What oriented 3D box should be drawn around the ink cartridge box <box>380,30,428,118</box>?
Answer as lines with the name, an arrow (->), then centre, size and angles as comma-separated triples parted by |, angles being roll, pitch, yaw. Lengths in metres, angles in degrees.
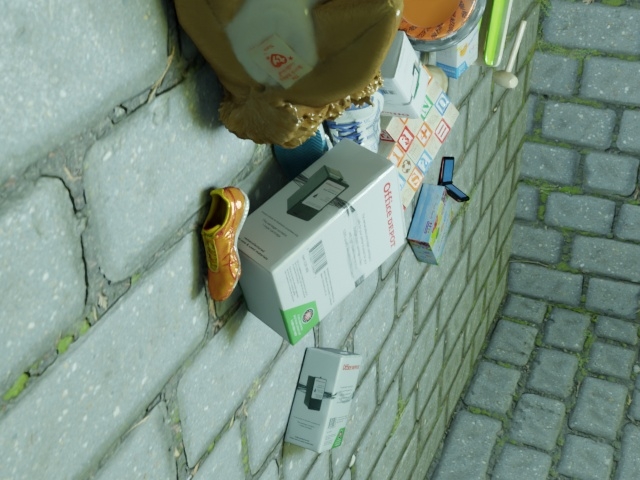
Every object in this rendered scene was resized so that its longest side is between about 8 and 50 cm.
ink cartridge box -> 0.096, -0.308, 1.575 | 0.219, 0.160, 0.092 | 30, 72, -69

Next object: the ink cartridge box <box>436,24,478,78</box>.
ink cartridge box -> 0.327, -0.492, 2.035 | 0.104, 0.062, 0.181 | -48, 148, -31

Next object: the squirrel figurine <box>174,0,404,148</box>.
squirrel figurine -> -0.019, -0.342, 1.205 | 0.396, 0.281, 0.370 | 100, 5, -51

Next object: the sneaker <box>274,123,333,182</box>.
sneaker -> -0.024, -0.159, 1.478 | 0.228, 0.088, 0.092 | 77, 18, -53

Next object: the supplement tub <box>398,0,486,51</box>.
supplement tub -> 0.206, -0.460, 1.607 | 0.338, 0.207, 0.207 | -55, 154, -75

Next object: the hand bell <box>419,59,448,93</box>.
hand bell -> 0.176, -0.391, 1.858 | 0.242, 0.126, 0.126 | 38, 66, -53

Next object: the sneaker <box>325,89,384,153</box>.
sneaker -> 0.066, -0.193, 1.555 | 0.296, 0.112, 0.130 | 38, 51, -76

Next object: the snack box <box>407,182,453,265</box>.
snack box -> 0.317, -0.043, 2.435 | 0.207, 0.070, 0.174 | 52, 53, -66

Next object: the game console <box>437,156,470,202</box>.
game console -> 0.412, -0.185, 2.583 | 0.085, 0.124, 0.144 | -55, 165, 18

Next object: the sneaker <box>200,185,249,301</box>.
sneaker -> -0.154, 0.005, 1.275 | 0.067, 0.064, 0.175 | -3, 100, -48

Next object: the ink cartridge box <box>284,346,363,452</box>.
ink cartridge box -> 0.009, 0.337, 1.833 | 0.153, 0.087, 0.208 | 22, 82, -69

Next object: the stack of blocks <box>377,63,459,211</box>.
stack of blocks -> 0.158, -0.205, 1.798 | 0.171, 0.087, 0.297 | 42, 71, -42

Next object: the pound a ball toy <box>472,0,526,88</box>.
pound a ball toy -> 0.446, -0.586, 2.307 | 0.208, 0.136, 0.318 | 2, 102, -33

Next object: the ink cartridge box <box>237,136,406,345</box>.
ink cartridge box -> 0.000, 0.000, 1.428 | 0.289, 0.122, 0.211 | -41, 145, -23
